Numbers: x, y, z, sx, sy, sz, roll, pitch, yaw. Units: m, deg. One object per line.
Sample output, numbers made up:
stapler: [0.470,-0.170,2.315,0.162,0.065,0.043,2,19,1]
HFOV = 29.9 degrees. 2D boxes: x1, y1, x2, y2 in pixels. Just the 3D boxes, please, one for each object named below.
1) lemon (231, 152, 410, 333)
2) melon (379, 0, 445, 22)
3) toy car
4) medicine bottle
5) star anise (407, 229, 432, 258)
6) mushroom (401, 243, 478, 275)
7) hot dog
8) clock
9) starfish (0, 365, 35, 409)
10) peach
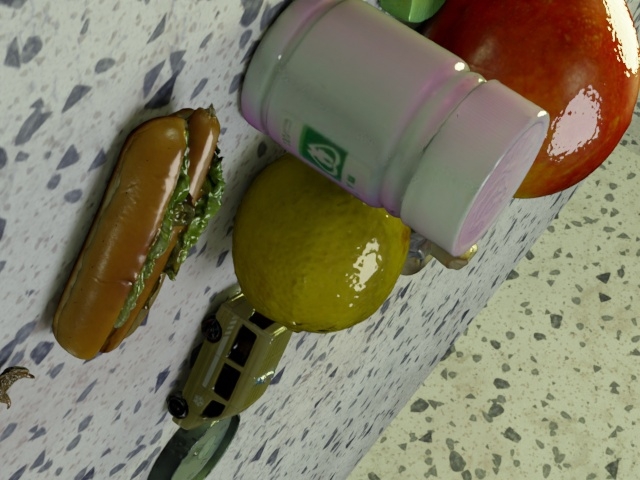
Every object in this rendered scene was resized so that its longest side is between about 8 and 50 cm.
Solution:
lemon: [0.000,0.000,1.651,0.267,0.267,0.267,-49,163,-21]
melon: [0.161,-0.387,1.736,0.262,0.053,0.114,-40,140,-52]
toy car: [-0.138,0.202,1.870,0.101,0.124,0.257,-27,147,-56]
medicine bottle: [0.088,-0.150,1.461,0.212,0.325,0.212,-50,162,-22]
star anise: [0.115,-0.100,1.752,0.139,0.315,0.360,-40,133,-29]
mushroom: [0.211,-0.014,2.303,0.204,0.204,0.204,-49,163,-21]
hot dog: [-0.196,-0.006,1.342,0.135,0.100,0.337,-23,144,-60]
clock: [-0.222,0.377,2.124,0.215,0.042,0.215,-48,162,-21]
starfish: [-0.360,0.173,1.362,0.091,0.028,0.078,-42,165,-46]
peach: [0.315,-0.262,1.848,0.388,0.388,0.388,-49,163,-21]
